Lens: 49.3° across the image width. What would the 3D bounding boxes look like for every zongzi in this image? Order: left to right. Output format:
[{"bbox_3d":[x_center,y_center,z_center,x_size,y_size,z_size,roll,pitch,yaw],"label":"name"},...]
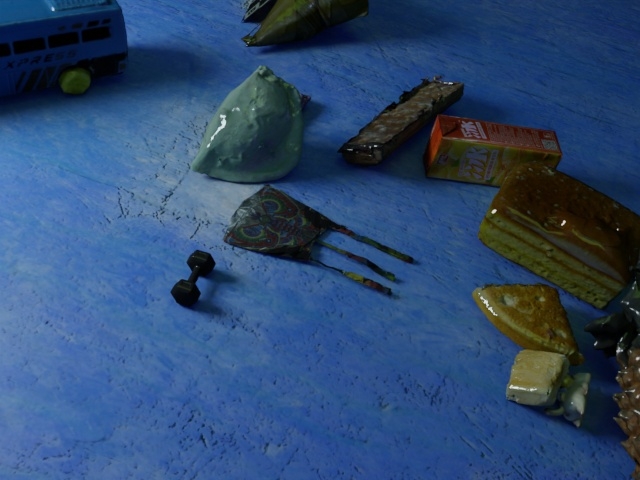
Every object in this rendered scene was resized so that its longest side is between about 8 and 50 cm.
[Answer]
[{"bbox_3d":[-0.064,-0.515,1.504,0.289,0.123,0.260,-26,39,-5],"label":"zongzi"}]

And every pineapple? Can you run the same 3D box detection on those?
[{"bbox_3d":[0.464,0.168,0.906,0.222,0.223,0.357,4,40,-10],"label":"pineapple"}]

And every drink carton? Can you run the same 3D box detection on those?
[{"bbox_3d":[0.302,-0.153,1.235,0.222,0.096,0.071,7,46,-7],"label":"drink carton"}]

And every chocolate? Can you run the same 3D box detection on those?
[{"bbox_3d":[0.158,-0.219,1.285,0.102,0.065,0.329,6,35,40],"label":"chocolate"}]

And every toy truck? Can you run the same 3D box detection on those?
[{"bbox_3d":[-0.525,-0.331,1.161,0.384,0.162,0.161,-20,56,-28],"label":"toy truck"}]

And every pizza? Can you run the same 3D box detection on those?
[{"bbox_3d":[0.309,0.109,1.023,0.178,0.041,0.131,26,44,14],"label":"pizza"}]

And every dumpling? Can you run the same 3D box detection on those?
[{"bbox_3d":[-0.112,-0.174,1.134,0.149,0.105,0.217,39,85,20],"label":"dumpling"}]

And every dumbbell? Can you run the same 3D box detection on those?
[{"bbox_3d":[-0.176,0.051,0.967,0.035,0.040,0.083,-6,40,23],"label":"dumbbell"}]

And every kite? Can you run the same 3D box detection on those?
[{"bbox_3d":[0.000,0.000,1.073,0.285,0.015,0.152,23,46,9],"label":"kite"}]

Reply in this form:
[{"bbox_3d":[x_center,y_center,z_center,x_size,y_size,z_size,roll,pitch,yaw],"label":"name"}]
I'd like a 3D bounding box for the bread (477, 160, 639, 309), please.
[{"bbox_3d":[0.391,-0.021,1.120,0.234,0.111,0.184,29,47,15],"label":"bread"}]

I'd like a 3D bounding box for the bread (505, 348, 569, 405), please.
[{"bbox_3d":[0.292,0.184,0.938,0.070,0.035,0.083,-1,35,36],"label":"bread"}]

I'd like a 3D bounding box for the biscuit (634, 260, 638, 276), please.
[{"bbox_3d":[0.575,0.114,1.070,0.108,0.062,0.239,2,46,-12],"label":"biscuit"}]

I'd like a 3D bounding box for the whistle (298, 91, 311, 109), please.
[{"bbox_3d":[-0.068,-0.222,1.257,0.033,0.033,0.176,26,46,11],"label":"whistle"}]

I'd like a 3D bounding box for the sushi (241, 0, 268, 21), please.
[{"bbox_3d":[-0.087,-0.606,1.519,0.043,0.192,0.280,45,37,-28],"label":"sushi"}]

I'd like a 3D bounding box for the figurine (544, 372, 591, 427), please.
[{"bbox_3d":[0.335,0.207,0.939,0.050,0.047,0.083,17,40,17],"label":"figurine"}]
